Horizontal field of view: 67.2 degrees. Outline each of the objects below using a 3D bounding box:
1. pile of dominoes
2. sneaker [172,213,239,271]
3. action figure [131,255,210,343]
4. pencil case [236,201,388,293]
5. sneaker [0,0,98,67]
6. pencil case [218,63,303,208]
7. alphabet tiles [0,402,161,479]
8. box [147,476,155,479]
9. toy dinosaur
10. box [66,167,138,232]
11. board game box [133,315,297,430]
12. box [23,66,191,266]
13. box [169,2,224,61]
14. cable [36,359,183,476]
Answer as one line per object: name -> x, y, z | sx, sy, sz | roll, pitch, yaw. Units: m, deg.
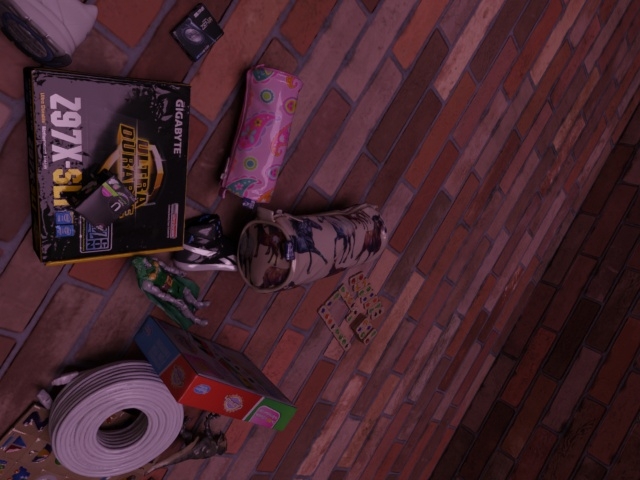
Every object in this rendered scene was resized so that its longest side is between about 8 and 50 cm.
pile of dominoes -> 0.113, 0.224, 1.484 | 0.196, 0.040, 0.251 | -46, 133, -17
sneaker -> -0.211, 0.002, 1.061 | 0.217, 0.079, 0.121 | -1, 110, -41
action figure -> -0.304, 0.099, 0.975 | 0.064, 0.137, 0.232 | -16, 142, 13
pencil case -> 0.000, 0.000, 1.147 | 0.410, 0.160, 0.183 | -13, 126, -51
sneaker -> -0.447, -0.393, 0.668 | 0.297, 0.111, 0.129 | 55, 50, -43
pencil case -> -0.127, -0.216, 1.009 | 0.124, 0.124, 0.284 | 6, 106, -44
alphabet tiles -> -0.523, 0.477, 1.030 | 0.285, 0.011, 0.342 | -50, 131, -9
box -> -0.458, 0.662, 1.162 | 0.169, 0.054, 0.059 | -37, 130, -25
toy dinosaur -> -0.309, 0.494, 1.196 | 0.268, 0.064, 0.118 | 15, 79, -55
box -> -0.363, -0.067, 0.803 | 0.083, 0.052, 0.062 | -46, 132, -14
board game box -> -0.228, 0.297, 1.069 | 0.316, 0.242, 0.064 | 39, 84, -44
box -> -0.370, -0.129, 0.860 | 0.257, 0.079, 0.321 | -6, 113, -38
box -> -0.231, -0.390, 0.904 | 0.083, 0.018, 0.067 | -50, 134, -12
cable -> -0.409, 0.362, 0.985 | 0.257, 0.089, 0.257 | -17, 121, -24
